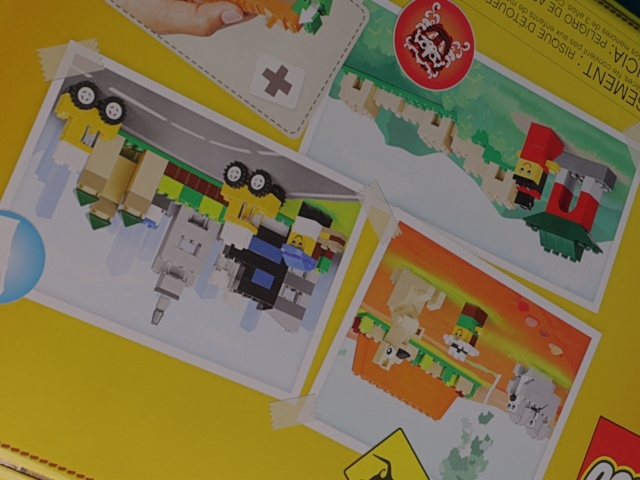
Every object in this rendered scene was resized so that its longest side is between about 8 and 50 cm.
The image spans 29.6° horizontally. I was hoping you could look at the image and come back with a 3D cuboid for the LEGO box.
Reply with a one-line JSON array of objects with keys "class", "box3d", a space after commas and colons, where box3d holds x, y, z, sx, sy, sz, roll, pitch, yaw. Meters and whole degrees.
[{"class": "LEGO box", "box3d": [0.000, 0.000, 0.702, 0.500, 0.193, 0.372, 28, 78, -23]}]
